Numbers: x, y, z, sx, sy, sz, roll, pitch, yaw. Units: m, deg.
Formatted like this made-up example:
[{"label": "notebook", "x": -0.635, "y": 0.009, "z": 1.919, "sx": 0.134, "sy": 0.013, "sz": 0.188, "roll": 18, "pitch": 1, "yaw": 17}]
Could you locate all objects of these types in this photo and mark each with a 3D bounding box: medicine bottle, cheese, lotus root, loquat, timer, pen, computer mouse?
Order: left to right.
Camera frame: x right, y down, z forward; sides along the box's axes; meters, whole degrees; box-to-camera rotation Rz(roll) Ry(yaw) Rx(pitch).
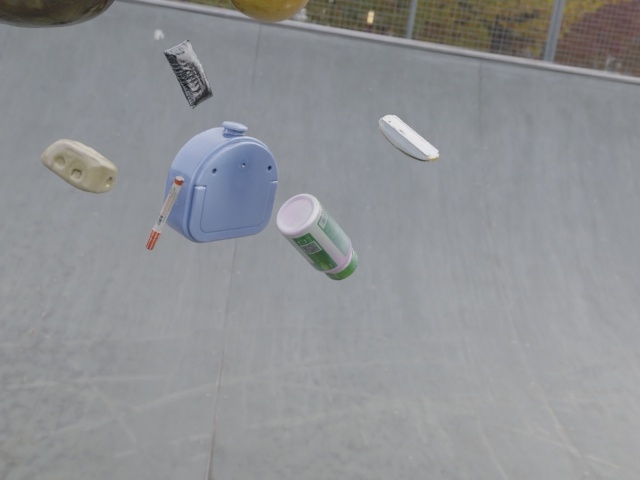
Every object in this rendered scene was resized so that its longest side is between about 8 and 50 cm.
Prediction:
[{"label": "lotus root", "x": -0.611, "y": -0.597, "z": 1.518, "sx": 0.345, "sy": 0.251, "sz": 0.250, "roll": 2, "pitch": 9, "yaw": 16}, {"label": "cheese", "x": -0.760, "y": -0.240, "z": 2.147, "sx": 0.235, "sy": 0.117, "sz": 0.218, "roll": 29, "pitch": 5, "yaw": -36}, {"label": "pen", "x": -0.436, "y": -0.075, "z": 1.893, "sx": 0.028, "sy": 0.239, "sz": 0.028, "roll": 25, "pitch": 24, "yaw": -12}, {"label": "timer", "x": -0.310, "y": -0.192, "z": 2.147, "sx": 0.173, "sy": 0.395, "sz": 0.394, "roll": 28, "pitch": 21, "yaw": 37}, {"label": "loquat", "x": -0.147, "y": -0.791, "z": 2.026, "sx": 0.274, "sy": 0.275, "sz": 0.275, "roll": 9, "pitch": 12, "yaw": -2}, {"label": "medicine bottle", "x": 0.000, "y": 0.000, "z": 1.856, "sx": 0.133, "sy": 0.133, "sz": 0.274, "roll": 20, "pitch": -20, "yaw": 43}, {"label": "computer mouse", "x": 0.245, "y": -0.279, "z": 1.901, "sx": 0.199, "sy": 0.045, "sz": 0.102, "roll": 43, "pitch": 37, "yaw": 17}]

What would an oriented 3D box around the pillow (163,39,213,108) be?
[{"label": "pillow", "x": -0.442, "y": -0.563, "z": 2.298, "sx": 0.055, "sy": 0.209, "sz": 0.141, "roll": -8, "pitch": 27, "yaw": 33}]
